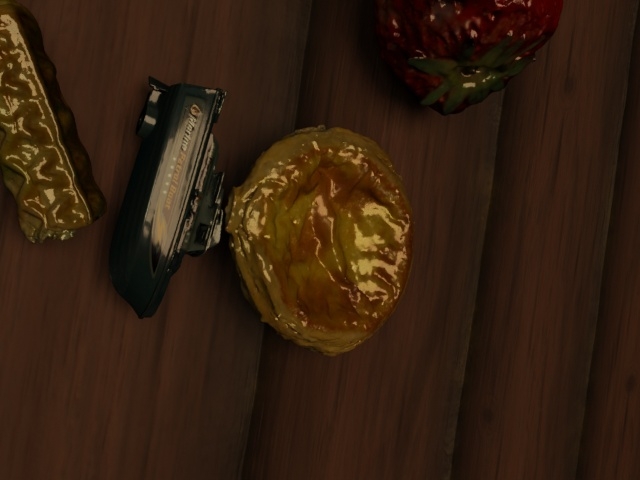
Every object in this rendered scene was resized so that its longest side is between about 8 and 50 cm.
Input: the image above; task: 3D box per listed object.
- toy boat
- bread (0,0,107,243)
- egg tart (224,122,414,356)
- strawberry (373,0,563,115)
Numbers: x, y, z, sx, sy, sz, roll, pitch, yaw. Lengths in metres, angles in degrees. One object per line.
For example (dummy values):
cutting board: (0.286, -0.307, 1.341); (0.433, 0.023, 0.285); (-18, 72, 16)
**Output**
toy boat: (-0.184, -0.048, 0.725); (0.122, 0.114, 0.296); (14, 84, -29)
bread: (-0.318, -0.132, 0.633); (0.098, 0.087, 0.269); (-26, 109, -32)
egg tart: (0.001, 0.001, 0.858); (0.341, 0.132, 0.341); (-4, 96, -38)
strawberry: (0.211, -0.387, 0.911); (0.292, 0.292, 0.310); (-18, 78, -35)
